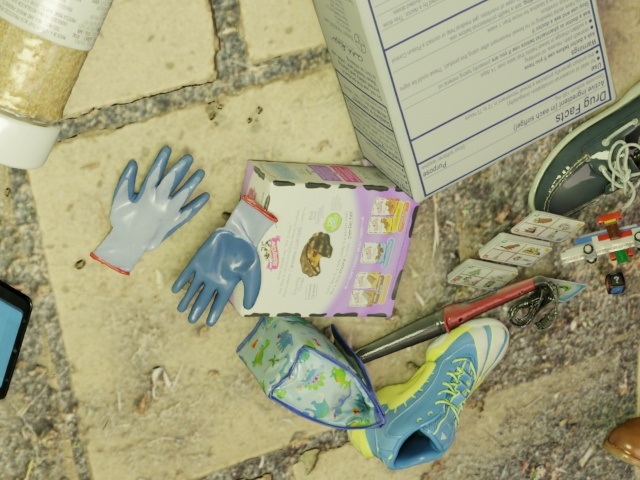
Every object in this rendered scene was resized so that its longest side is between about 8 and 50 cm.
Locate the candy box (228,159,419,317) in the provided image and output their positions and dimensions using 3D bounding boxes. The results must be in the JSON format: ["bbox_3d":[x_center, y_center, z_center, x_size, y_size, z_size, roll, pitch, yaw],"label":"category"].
[{"bbox_3d":[0.000,0.000,1.895,0.196,0.070,0.165,2,114,-29],"label":"candy box"}]

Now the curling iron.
[{"bbox_3d":[0.162,0.105,2.021,0.274,0.035,0.068,-16,89,-4],"label":"curling iron"}]

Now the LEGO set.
[{"bbox_3d":[0.299,0.010,2.038,0.244,0.060,0.182,10,147,-30],"label":"LEGO set"}]

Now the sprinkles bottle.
[{"bbox_3d":[-0.252,-0.248,1.608,0.121,0.121,0.355,18,105,-33],"label":"sprinkles bottle"}]

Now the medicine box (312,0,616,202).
[{"bbox_3d":[0.149,-0.234,1.804,0.263,0.149,0.289,-27,124,-13],"label":"medicine box"}]

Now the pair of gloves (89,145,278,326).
[{"bbox_3d":[-0.141,-0.001,1.812,0.198,0.023,0.159,32,106,-10],"label":"pair of gloves"}]

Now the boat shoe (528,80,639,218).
[{"bbox_3d":[0.364,-0.105,2.023,0.254,0.079,0.095,-37,133,-4],"label":"boat shoe"}]

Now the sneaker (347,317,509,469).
[{"bbox_3d":[0.152,0.198,2.039,0.240,0.126,0.091,-39,126,-4],"label":"sneaker"}]

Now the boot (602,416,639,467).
[{"bbox_3d":[0.507,0.189,2.226,0.283,0.109,0.220,-2,117,-29],"label":"boot"}]

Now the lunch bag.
[{"bbox_3d":[-0.001,0.152,1.929,0.151,0.129,0.096,33,98,-29],"label":"lunch bag"}]

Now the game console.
[{"bbox_3d":[-0.372,0.095,1.750,0.107,0.071,0.122,9,109,-31],"label":"game console"}]
